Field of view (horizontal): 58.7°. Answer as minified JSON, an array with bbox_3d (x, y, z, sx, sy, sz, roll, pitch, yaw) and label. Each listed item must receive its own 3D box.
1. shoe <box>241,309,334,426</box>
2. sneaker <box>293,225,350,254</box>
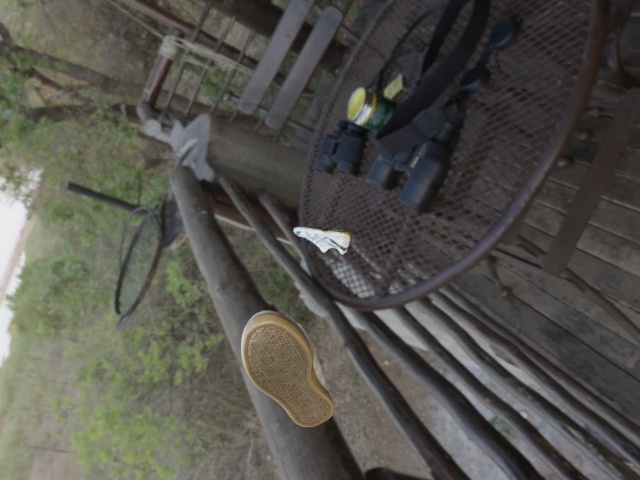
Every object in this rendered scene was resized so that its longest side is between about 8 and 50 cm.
[{"bbox_3d":[-0.040,0.145,0.666,0.077,0.219,0.058,-20,44,0],"label":"shoe"},{"bbox_3d":[0.000,0.000,0.801,0.032,0.084,0.036,-22,-59,-69],"label":"sneaker"}]
